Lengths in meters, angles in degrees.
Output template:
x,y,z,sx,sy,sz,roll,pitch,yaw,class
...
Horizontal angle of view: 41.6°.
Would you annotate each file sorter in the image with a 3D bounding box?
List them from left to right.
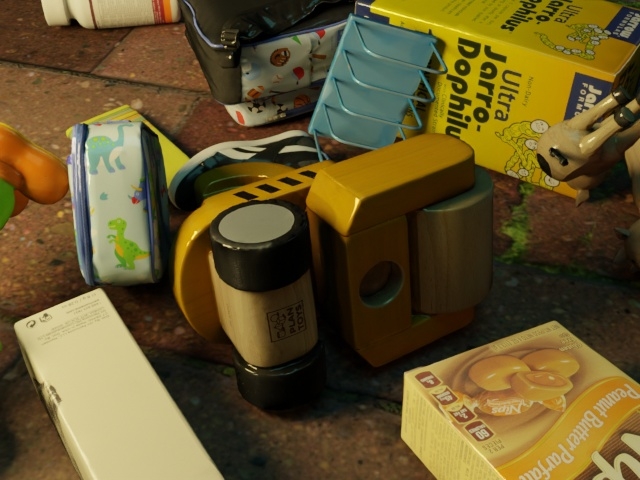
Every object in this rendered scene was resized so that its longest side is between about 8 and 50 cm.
x,y,z,sx,sy,sz,roll,pitch,yaw,class
0.072,-0.173,1.056,0.118,0.170,0.104,11,34,-17,file sorter

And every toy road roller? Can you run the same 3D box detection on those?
x,y,z,sx,sy,sz,roll,pitch,yaw,class
0.000,0.000,0.901,0.330,0.202,0.240,-19,34,-20,toy road roller

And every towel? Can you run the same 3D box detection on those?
x,y,z,sx,sy,sz,roll,pitch,yaw,class
-0.255,-0.117,1.144,0.102,0.021,0.237,-28,44,-23,towel

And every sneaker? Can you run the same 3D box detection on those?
x,y,z,sx,sy,sz,roll,pitch,yaw,class
-0.072,-0.072,1.062,0.217,0.079,0.121,-23,45,-26,sneaker

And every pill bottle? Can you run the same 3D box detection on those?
x,y,z,sx,sy,sz,roll,pitch,yaw,class
-0.353,-0.422,1.425,0.221,0.121,0.121,-6,42,-8,pill bottle

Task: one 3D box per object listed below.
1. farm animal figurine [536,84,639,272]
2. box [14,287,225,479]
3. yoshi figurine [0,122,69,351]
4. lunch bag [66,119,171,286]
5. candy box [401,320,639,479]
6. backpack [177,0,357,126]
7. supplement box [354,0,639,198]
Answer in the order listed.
x,y,z,sx,sy,sz,roll,pitch,yaw,class
0.386,-0.055,0.957,0.330,0.172,0.326,42,42,-8,farm animal figurine
-0.180,0.175,0.761,0.094,0.113,0.275,-23,45,-24,box
-0.373,0.073,0.819,0.203,0.203,0.362,18,60,13,yoshi figurine
-0.213,-0.043,0.910,0.090,0.175,0.219,-3,5,-6,lunch bag
0.228,0.202,0.703,0.183,0.087,0.316,-16,33,-23,candy box
-0.056,-0.305,1.231,0.264,0.213,0.276,-19,51,-9,backpack
0.242,-0.233,1.160,0.357,0.194,0.195,23,46,23,supplement box
